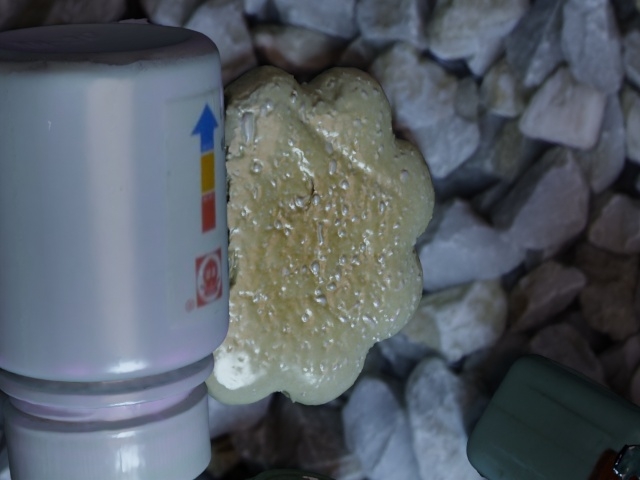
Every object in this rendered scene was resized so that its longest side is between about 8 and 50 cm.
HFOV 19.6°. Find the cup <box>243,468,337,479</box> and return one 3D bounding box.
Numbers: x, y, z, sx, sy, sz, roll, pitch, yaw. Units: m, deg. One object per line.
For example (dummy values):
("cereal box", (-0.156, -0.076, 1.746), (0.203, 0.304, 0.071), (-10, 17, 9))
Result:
("cup", (-0.023, 0.247, 1.348), (0.120, 0.120, 0.141), (9, 110, -24))

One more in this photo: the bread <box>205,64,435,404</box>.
("bread", (0.000, 0.000, 1.331), (0.182, 0.039, 0.251), (4, 101, -23))

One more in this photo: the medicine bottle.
("medicine bottle", (-0.142, 0.012, 1.202), (0.170, 0.170, 0.293), (-7, 105, -21))

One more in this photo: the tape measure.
("tape measure", (0.233, 0.193, 1.361), (0.246, 0.243, 0.125), (33, 90, -25))
